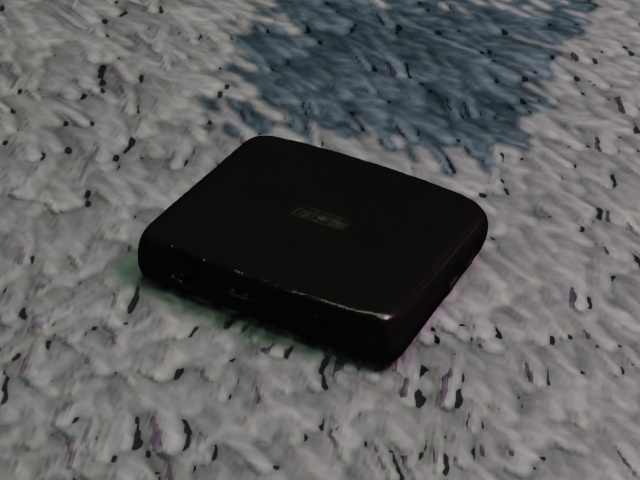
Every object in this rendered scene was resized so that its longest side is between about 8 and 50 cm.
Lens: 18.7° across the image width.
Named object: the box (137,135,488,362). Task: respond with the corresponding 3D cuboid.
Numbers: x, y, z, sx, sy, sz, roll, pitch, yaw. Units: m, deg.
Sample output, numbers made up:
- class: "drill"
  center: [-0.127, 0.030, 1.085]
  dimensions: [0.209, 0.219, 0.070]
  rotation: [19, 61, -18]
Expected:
- class: "box"
  center: [0.000, 0.000, 0.852]
  dimensions: [0.126, 0.027, 0.125]
  rotation: [19, 33, 18]
